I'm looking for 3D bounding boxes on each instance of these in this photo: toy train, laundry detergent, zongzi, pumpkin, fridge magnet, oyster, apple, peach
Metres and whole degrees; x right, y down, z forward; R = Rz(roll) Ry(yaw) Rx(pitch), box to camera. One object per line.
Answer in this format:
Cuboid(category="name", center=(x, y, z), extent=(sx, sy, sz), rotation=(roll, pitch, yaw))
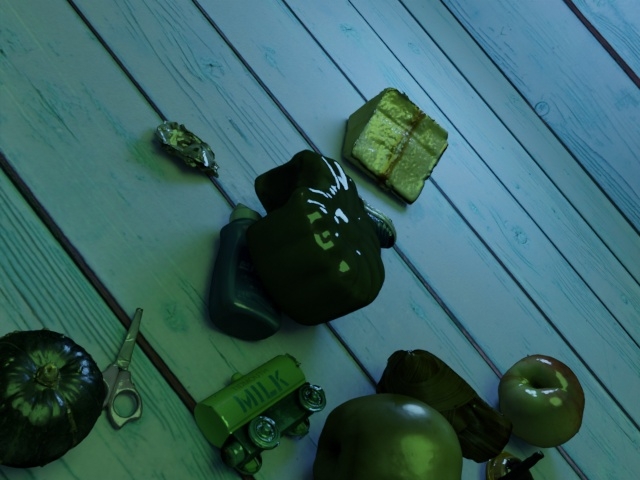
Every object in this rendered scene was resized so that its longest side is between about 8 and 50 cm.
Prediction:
Cuboid(category="toy train", center=(-0.101, 0.290, 1.143), extent=(0.157, 0.105, 0.253), rotation=(44, 36, 18))
Cuboid(category="laundry detergent", center=(-0.143, 0.049, 1.298), extent=(0.143, 0.094, 0.290), rotation=(25, 44, -31))
Cuboid(category="zongzi", center=(0.250, 0.308, 1.252), extent=(0.285, 0.288, 0.134), rotation=(32, 72, 10))
Cuboid(category="pumpkin", center=(-0.387, 0.210, 0.886), extent=(0.190, 0.146, 0.190), rotation=(36, 17, -13))
Cuboid(category="fridge magnet", center=(0.424, 0.537, 1.450), extent=(0.143, 0.063, 0.143), rotation=(23, 48, -28))
Cuboid(category="oyster", center=(-0.284, -0.192, 1.405), extent=(0.165, 0.053, 0.108), rotation=(35, 21, -6))
Cuboid(category="apple", center=(0.119, 0.390, 1.134), extent=(0.262, 0.262, 0.263), rotation=(25, 43, -27))
Cuboid(category="peach", center=(0.536, 0.400, 1.591), extent=(0.232, 0.232, 0.233), rotation=(25, 43, -27))

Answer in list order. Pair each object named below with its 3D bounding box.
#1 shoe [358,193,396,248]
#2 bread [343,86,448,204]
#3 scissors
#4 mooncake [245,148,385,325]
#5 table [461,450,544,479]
Cuboid(category="shoe", center=(0.099, -0.035, 1.624), extent=(0.207, 0.091, 0.106), rotation=(34, 62, -24))
Cuboid(category="bread", center=(0.217, -0.262, 1.844), extent=(0.263, 0.198, 0.236), rotation=(34, 46, -20))
Cuboid(category="scissors", center=(-0.322, 0.197, 1.060), extent=(0.110, 0.021, 0.212), rotation=(27, 43, -21))
Cuboid(category="mooncake", center=(0.000, 0.000, 1.324), extent=(0.351, 0.187, 0.351), rotation=(55, 20, -32))
Cuboid(category="table", center=(0.375, 0.559, 1.234), extent=(0.317, 0.249, 0.318), rotation=(25, 44, -27))
